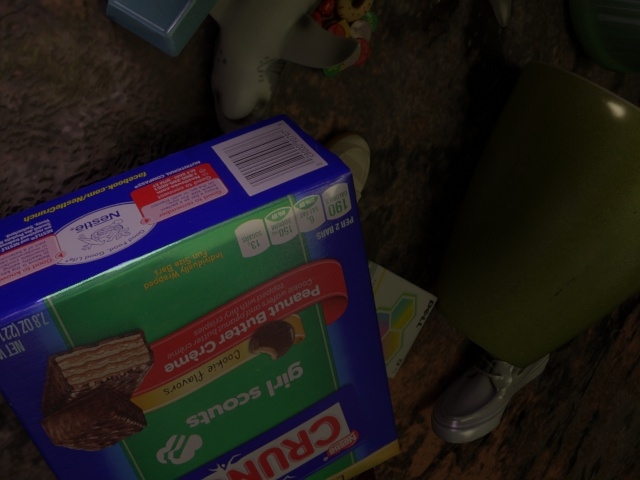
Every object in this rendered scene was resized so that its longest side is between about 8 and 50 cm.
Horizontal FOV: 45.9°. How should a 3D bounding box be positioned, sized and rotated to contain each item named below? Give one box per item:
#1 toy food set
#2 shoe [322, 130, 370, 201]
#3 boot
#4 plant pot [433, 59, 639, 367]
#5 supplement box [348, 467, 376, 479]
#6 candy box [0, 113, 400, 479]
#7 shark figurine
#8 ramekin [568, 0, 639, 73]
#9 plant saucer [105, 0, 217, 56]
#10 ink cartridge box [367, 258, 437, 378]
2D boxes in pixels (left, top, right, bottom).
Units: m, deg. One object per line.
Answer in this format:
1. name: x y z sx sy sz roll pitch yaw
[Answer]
1. toy food set: 0.019 -0.189 0.673 0.083 0.020 0.082 -38 135 -25
2. shoe: 0.000 0.000 0.736 0.076 0.058 0.219 19 98 -50
3. boot: 0.243 0.170 1.076 0.258 0.095 0.123 -32 127 -40
4. plant pot: 0.268 -0.008 0.877 0.275 0.275 0.293 22 106 -50
5. supplement box: -0.001 0.307 0.907 0.130 0.073 0.239 -36 135 -27
6. candy box: -0.092 0.098 0.606 0.268 0.122 0.317 -24 130 -14
7. shark figurine: 0.013 -0.201 0.579 0.166 0.278 0.116 60 23 -16
8. ramekin: 0.455 -0.335 0.894 0.303 0.148 0.303 -15 120 -28
9. plant saucer: -0.073 -0.221 0.524 0.192 0.067 0.018 -56 164 -4
10. ink cartridge box: 0.064 0.088 0.851 0.209 0.062 0.109 29 90 -50
